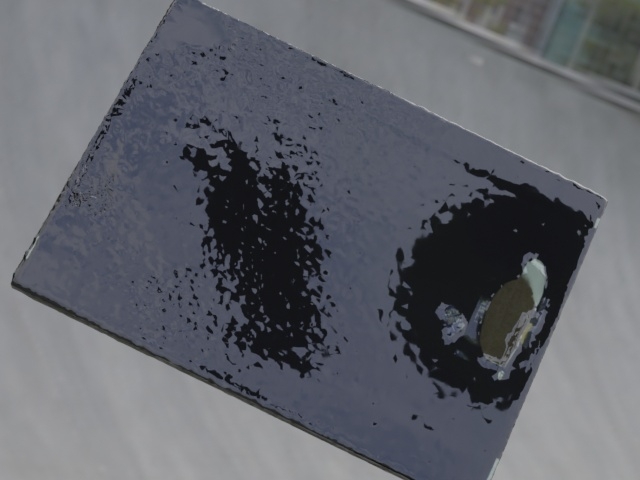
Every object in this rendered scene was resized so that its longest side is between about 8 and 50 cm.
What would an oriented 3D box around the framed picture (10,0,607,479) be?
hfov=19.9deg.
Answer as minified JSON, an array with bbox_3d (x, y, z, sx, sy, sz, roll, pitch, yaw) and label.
[{"bbox_3d":[0.000,0.000,1.177,0.324,0.244,0.013,27,-25,0],"label":"framed picture"}]
